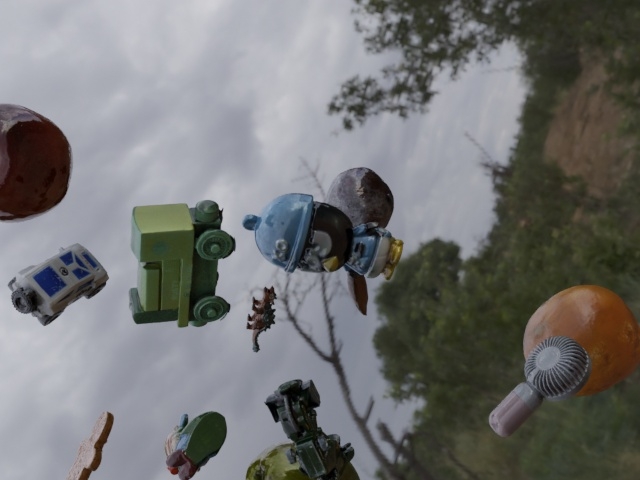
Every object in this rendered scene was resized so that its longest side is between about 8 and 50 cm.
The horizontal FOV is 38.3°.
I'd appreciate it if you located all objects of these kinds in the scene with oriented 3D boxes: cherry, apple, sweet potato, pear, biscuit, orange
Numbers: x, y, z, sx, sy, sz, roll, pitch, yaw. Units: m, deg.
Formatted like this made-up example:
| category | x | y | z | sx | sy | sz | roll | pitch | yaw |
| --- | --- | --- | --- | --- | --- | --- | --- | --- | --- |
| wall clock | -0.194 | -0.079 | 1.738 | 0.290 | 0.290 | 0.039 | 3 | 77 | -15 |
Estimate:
| category | x | y | z | sx | sy | sz | roll | pitch | yaw |
| --- | --- | --- | --- | --- | --- | --- | --- | --- | --- |
| cherry | 0.099 | -0.086 | 2.367 | 0.195 | 0.195 | 0.195 | 19 | -90 | -79 |
| apple | -0.561 | -0.140 | 1.666 | 0.201 | 0.218 | 0.218 | 10 | -81 | -83 |
| sweet potato | 0.095 | 0.099 | 2.530 | 0.057 | 0.057 | 0.264 | -58 | -40 | -51 |
| pear | -0.037 | 0.597 | 2.146 | 0.321 | 0.269 | 0.269 | 28 | -103 | -34 |
| biscuit | -0.552 | 0.526 | 2.190 | 0.165 | 0.036 | 0.250 | 2 | 65 | 64 |
| orange | 0.585 | 0.224 | 2.073 | 0.261 | 0.261 | 0.261 | 19 | -90 | -79 |

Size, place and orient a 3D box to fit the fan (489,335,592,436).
| category | x | y | z | sx | sy | sz | roll | pitch | yaw |
| --- | --- | --- | --- | --- | --- | --- | --- | --- | --- |
| fan | 0.435 | 0.296 | 1.850 | 0.244 | 0.074 | 0.130 | -46 | 29 | 3 |

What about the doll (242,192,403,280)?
| category | x | y | z | sx | sy | sz | roll | pitch | yaw |
| --- | --- | --- | --- | --- | --- | --- | --- | --- | --- |
| doll | 0.000 | 0.000 | 1.796 | 0.141 | 0.314 | 0.177 | -81 | 7 | -45 |

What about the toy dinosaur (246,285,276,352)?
| category | x | y | z | sx | sy | sz | roll | pitch | yaw |
| --- | --- | --- | --- | --- | --- | --- | --- | --- | --- |
| toy dinosaur | -0.115 | 0.152 | 1.794 | 0.049 | 0.055 | 0.154 | -99 | 21 | -62 |

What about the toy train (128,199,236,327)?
| category | x | y | z | sx | sy | sz | roll | pitch | yaw |
| --- | --- | --- | --- | --- | --- | --- | --- | --- | --- |
| toy train | -0.360 | 0.067 | 2.350 | 0.160 | 0.253 | 0.397 | -116 | 28 | -47 |

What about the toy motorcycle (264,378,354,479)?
| category | x | y | z | sx | sy | sz | roll | pitch | yaw |
| --- | --- | --- | --- | --- | --- | --- | --- | --- | --- |
| toy motorcycle | -0.017 | 0.402 | 1.888 | 0.187 | 0.125 | 0.274 | -84 | -29 | -74 |

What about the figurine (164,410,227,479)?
| category | x | y | z | sx | sy | sz | roll | pitch | yaw |
| --- | --- | --- | --- | --- | --- | --- | --- | --- | --- |
| figurine | -0.315 | 0.500 | 2.154 | 0.234 | 0.127 | 0.185 | -35 | 18 | 45 |

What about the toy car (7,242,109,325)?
| category | x | y | z | sx | sy | sz | roll | pitch | yaw |
| --- | --- | --- | --- | --- | --- | --- | --- | --- | --- |
| toy car | -0.372 | 0.058 | 1.314 | 0.070 | 0.080 | 0.171 | -42 | -2 | 29 |
